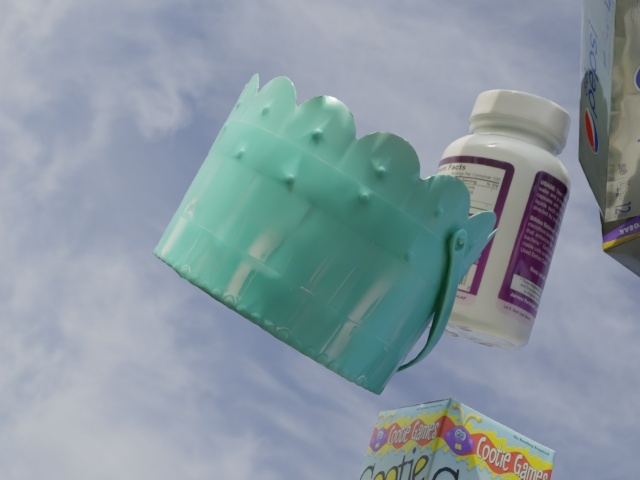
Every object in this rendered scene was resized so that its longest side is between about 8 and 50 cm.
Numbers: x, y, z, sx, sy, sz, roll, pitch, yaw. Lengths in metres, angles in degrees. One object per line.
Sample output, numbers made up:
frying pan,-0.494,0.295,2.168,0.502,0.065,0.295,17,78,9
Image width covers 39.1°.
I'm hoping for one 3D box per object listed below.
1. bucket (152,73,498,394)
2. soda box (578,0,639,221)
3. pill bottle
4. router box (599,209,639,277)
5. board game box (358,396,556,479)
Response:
bucket,0.000,0.000,0.809,0.281,0.281,0.183,30,-94,32
soda box,0.301,-0.150,0.848,0.286,0.091,0.098,72,8,-48
pill bottle,0.216,-0.028,1.134,0.169,0.169,0.301,10,-103,42
router box,0.458,-0.037,1.110,0.081,0.309,0.242,-29,-136,41
board game box,0.110,0.317,0.900,0.144,0.275,0.142,29,-27,-17
